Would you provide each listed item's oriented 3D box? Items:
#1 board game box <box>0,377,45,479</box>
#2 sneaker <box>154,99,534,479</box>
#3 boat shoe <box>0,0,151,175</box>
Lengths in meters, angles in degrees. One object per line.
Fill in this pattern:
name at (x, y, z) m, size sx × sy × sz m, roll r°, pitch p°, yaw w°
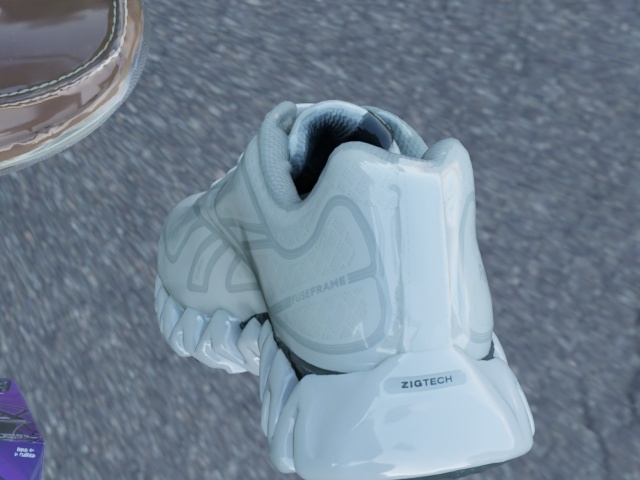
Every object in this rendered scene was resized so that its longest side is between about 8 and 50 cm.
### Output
board game box at (-0.389, 0.131, 1.283) m, size 0.347 × 0.208 × 0.056 m, roll 6°, pitch 93°, yaw -17°
sneaker at (0.000, 0.000, 0.671) m, size 0.110 × 0.292 × 0.118 m, roll -9°, pitch 102°, yaw -17°
boat shoe at (-0.264, -0.105, 1.063) m, size 0.324 × 0.116 × 0.123 m, roll -11°, pitch 65°, yaw 15°
